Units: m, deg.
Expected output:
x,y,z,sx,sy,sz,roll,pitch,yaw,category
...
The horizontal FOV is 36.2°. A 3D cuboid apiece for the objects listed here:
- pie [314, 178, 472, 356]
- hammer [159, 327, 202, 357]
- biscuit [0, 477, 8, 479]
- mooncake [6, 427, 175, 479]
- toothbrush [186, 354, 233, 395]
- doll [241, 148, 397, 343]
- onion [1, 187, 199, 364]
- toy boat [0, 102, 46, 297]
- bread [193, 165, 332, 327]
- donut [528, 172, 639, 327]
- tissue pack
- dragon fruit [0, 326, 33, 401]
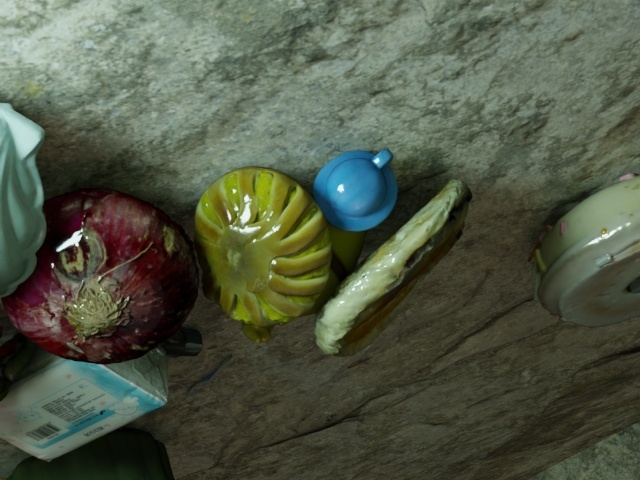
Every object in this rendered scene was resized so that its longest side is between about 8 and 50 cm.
x,y,z,sx,sy,sz,roll,pitch,yaw,category
0.109,0.042,1.408,0.339,0.077,0.339,-47,171,-10,pie
-0.342,0.249,1.726,0.111,0.043,0.365,8,144,-36,hammer
-0.767,0.543,2.007,0.302,0.049,0.197,-19,155,4,biscuit
-0.468,0.514,1.949,0.352,0.187,0.351,-18,153,-10,mooncake
-0.208,0.254,1.829,0.017,0.014,0.162,20,136,-27,toothbrush
0.000,0.000,1.396,0.363,0.145,0.199,-53,175,35,doll
-0.277,0.041,1.244,0.247,0.190,0.246,-2,132,-2,onion
-0.405,-0.025,1.076,0.200,0.100,0.290,27,119,-9,toy boat
-0.081,0.012,1.271,0.213,0.213,0.105,-32,178,26,bread
0.537,0.011,1.658,0.383,0.142,0.382,-12,151,-7,donut
-0.396,0.225,1.537,0.271,0.124,0.201,-28,130,22,tissue pack
-0.569,0.205,1.389,0.273,0.218,0.198,-29,-174,12,dragon fruit
